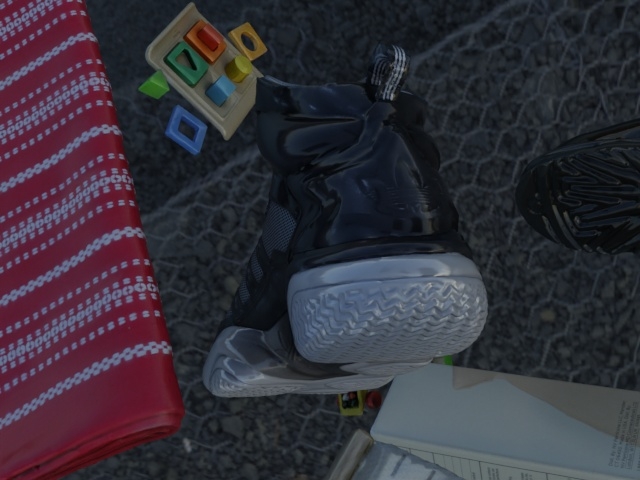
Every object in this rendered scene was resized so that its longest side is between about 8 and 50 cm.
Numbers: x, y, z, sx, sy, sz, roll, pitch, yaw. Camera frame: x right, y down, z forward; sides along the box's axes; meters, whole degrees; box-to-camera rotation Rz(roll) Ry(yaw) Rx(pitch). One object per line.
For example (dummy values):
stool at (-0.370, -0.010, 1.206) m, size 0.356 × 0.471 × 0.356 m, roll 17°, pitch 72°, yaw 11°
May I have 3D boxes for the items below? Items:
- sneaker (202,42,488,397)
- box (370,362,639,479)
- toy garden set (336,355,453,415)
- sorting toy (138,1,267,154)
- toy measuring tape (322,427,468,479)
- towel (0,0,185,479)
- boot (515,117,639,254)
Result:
sneaker at (0.000, 0.000, 0.522) m, size 0.101 × 0.268 × 0.153 m, roll 2°, pitch 73°, yaw -20°
box at (0.223, 0.235, 1.042) m, size 0.311 × 0.148 × 0.121 m, roll 6°, pitch 40°, yaw 24°
toy garden set at (0.089, 0.154, 1.420) m, size 0.203 × 0.049 × 0.244 m, roll -8°, pitch 94°, yaw 39°
sorting toy at (-0.176, -0.288, 1.595) m, size 0.047 × 0.196 × 0.348 m, roll -29°, pitch 23°, yaw 39°
toy measuring tape at (0.137, 0.144, 0.314) m, size 0.330 × 0.121 × 0.121 m, roll 10°, pitch 73°, yaw 48°
towel at (-0.181, 0.003, 0.476) m, size 0.198 × 0.031 × 0.275 m, roll -24°, pitch 63°, yaw 11°
boot at (0.399, -0.116, 1.034) m, size 0.347 × 0.131 × 0.260 m, roll -9°, pitch 31°, yaw 31°
